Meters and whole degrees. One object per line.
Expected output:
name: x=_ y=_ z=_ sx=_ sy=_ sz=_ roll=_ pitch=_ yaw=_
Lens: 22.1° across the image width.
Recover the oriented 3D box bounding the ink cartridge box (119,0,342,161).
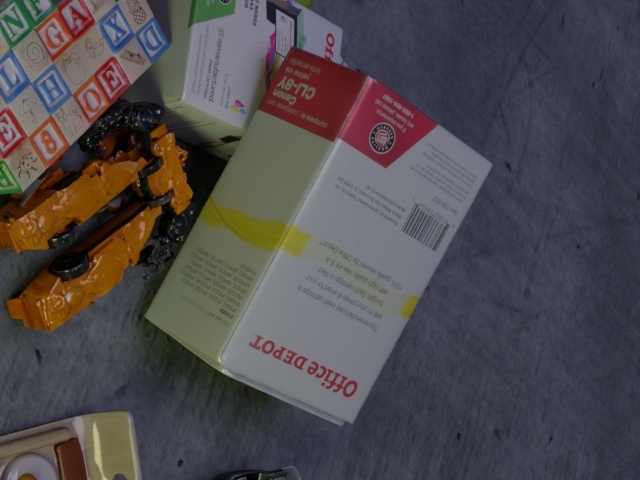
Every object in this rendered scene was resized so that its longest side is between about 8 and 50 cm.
ink cartridge box: x=-0.105 y=-0.217 z=2.059 sx=0.278 sy=0.117 sz=0.201 roll=23 pitch=69 yaw=-48

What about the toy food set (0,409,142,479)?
toy food set: x=-0.311 y=0.320 z=1.764 sx=0.306 sy=0.092 sz=0.220 roll=-10 pitch=94 yaw=-49

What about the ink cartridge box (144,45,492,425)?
ink cartridge box: x=0.000 y=0.000 z=2.017 sx=0.279 sy=0.160 sz=0.385 roll=31 pitch=87 yaw=-47

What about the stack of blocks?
stack of blocks: x=-0.314 y=-0.204 z=1.827 sx=0.297 sy=0.087 sz=0.171 roll=-51 pitch=124 yaw=-40

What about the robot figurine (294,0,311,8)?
robot figurine: x=-0.045 y=-0.348 z=2.186 sx=0.101 sy=0.067 sz=0.115 roll=5 pitch=82 yaw=-44

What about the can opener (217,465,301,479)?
can opener: x=-0.140 y=0.333 z=2.003 sx=0.283 sy=0.095 sz=0.076 roll=-7 pitch=94 yaw=-38

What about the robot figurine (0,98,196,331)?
robot figurine: x=-0.255 y=-0.035 z=1.872 sx=0.291 sy=0.085 sz=0.211 roll=-44 pitch=128 yaw=-43

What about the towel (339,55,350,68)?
towel: x=0.008 y=-0.210 z=2.276 sx=0.152 sy=0.023 sz=0.113 roll=52 pitch=47 yaw=-30
